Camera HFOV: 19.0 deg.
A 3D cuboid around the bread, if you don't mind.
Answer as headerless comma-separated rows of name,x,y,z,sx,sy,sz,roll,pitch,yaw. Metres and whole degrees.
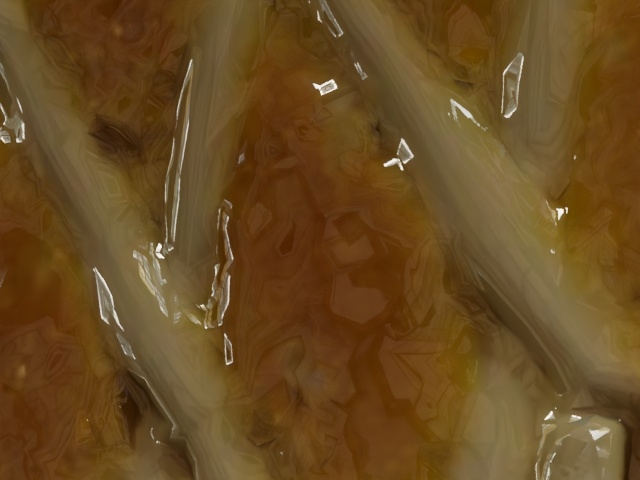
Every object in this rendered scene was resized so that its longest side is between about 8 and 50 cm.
bread,0.000,0.000,0.603,0.371,0.279,0.390,-15,71,21
